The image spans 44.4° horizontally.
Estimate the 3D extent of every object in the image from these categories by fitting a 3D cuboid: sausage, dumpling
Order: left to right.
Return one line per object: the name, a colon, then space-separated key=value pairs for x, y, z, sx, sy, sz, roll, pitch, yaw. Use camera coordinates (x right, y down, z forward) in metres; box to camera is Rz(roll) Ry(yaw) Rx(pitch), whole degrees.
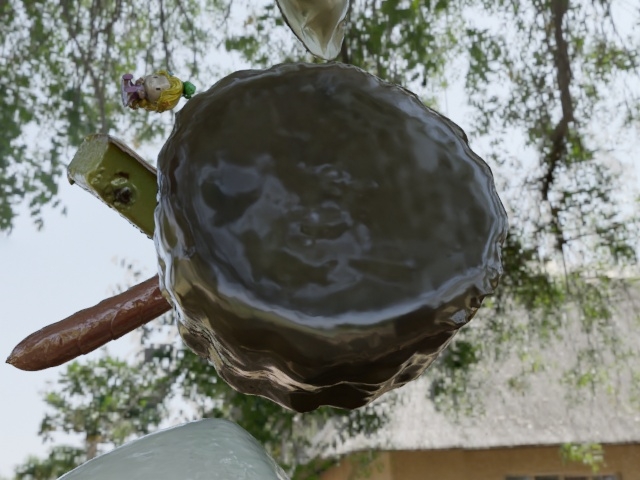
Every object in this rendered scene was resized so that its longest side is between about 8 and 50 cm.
sausage: x=-0.392 y=0.143 z=1.506 sx=0.433 sy=0.088 sz=0.088 roll=-27 pitch=-18 yaw=-16
dumpling: x=-0.024 y=-0.429 z=1.383 sx=0.142 sy=0.172 sz=0.247 roll=-4 pitch=-56 yaw=41

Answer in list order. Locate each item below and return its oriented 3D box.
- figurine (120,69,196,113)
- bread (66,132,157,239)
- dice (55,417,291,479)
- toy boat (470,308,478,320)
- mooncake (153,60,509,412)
figurine: x=-0.354 y=-0.318 z=1.713 sx=0.156 sy=0.095 sz=0.115 roll=-11 pitch=-11 yaw=-20
bread: x=-0.165 y=-0.004 z=1.012 sx=0.361 sy=0.077 sz=0.138 roll=41 pitch=-10 yaw=-31
dice: x=-0.072 y=0.304 z=0.407 sx=0.304 sy=0.304 sz=0.277 roll=-38 pitch=-26 yaw=-11
toy boat: x=0.246 y=0.073 z=1.386 sx=0.088 sy=0.230 sz=0.089 roll=29 pitch=22 yaw=28
mooncake: x=-0.001 y=-0.001 z=0.742 sx=0.324 sy=0.324 sz=0.187 roll=4 pitch=-30 yaw=-11
